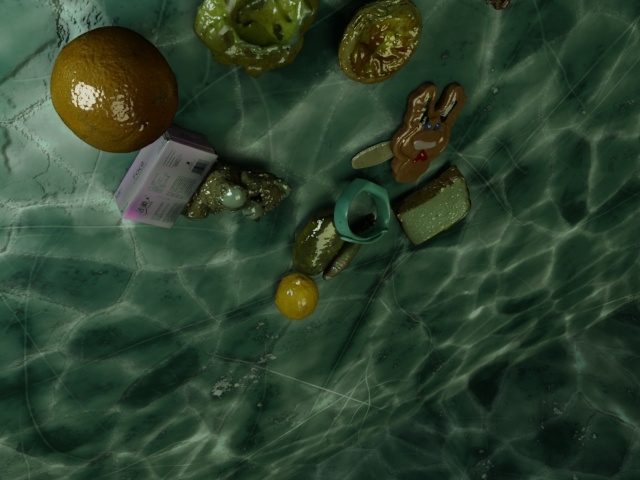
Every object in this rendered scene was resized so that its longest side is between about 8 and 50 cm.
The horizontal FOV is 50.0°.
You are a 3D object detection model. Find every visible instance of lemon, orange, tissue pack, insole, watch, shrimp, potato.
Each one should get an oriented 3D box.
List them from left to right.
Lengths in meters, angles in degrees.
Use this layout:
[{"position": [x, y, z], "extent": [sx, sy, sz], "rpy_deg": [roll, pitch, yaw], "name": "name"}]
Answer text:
[{"position": [-0.416, -0.303, 1.387], "extent": [0.264, 0.264, 0.264], "rpy_deg": [-19, 140, -17], "name": "orange"}, {"position": [-0.385, -0.159, 1.690], "extent": [0.149, 0.092, 0.246], "rpy_deg": [15, 122, -45], "name": "tissue pack"}, {"position": [-0.078, 0.189, 2.241], "extent": [0.142, 0.142, 0.187], "rpy_deg": [-10, 140, -26], "name": "lemon"}, {"position": [0.000, 0.000, 2.117], "extent": [0.150, 0.113, 0.251], "rpy_deg": [12, 112, -34], "name": "potato"}, {"position": [0.093, 0.021, 2.215], "extent": [0.267, 0.061, 0.145], "rpy_deg": [-56, -177, -2], "name": "shrimp"}, {"position": [0.135, -0.083, 2.080], "extent": [0.237, 0.068, 0.195], "rpy_deg": [16, 88, -53], "name": "watch"}, {"position": [0.203, -0.270, 2.040], "extent": [0.248, 0.011, 0.081], "rpy_deg": [-25, 141, -10], "name": "insole"}]

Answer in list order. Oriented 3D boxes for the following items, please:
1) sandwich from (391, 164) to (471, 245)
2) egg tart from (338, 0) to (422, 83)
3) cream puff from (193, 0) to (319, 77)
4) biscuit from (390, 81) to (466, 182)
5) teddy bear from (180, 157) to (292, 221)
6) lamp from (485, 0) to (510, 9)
[{"position": [0.371, -0.112, 2.266], "extent": [0.251, 0.087, 0.226], "rpy_deg": [-32, 140, 4], "name": "sandwich"}, {"position": [0.138, -0.497, 1.676], "extent": [0.241, 0.106, 0.241], "rpy_deg": [-21, 143, -16], "name": "egg tart"}, {"position": [-0.125, -0.471, 1.461], "extent": [0.282, 0.185, 0.281], "rpy_deg": [-21, 144, -16], "name": "cream puff"}, {"position": [0.307, -0.311, 2.027], "extent": [0.202, 0.047, 0.333], "rpy_deg": [-3, 131, -32], "name": "biscuit"}, {"position": [-0.212, -0.126, 1.799], "extent": [0.256, 0.156, 0.267], "rpy_deg": [13, 163, -42], "name": "teddy bear"}, {"position": [0.475, -0.641, 1.813], "extent": [0.083, 0.031, 0.063], "rpy_deg": [12, 126, -46], "name": "lamp"}]
